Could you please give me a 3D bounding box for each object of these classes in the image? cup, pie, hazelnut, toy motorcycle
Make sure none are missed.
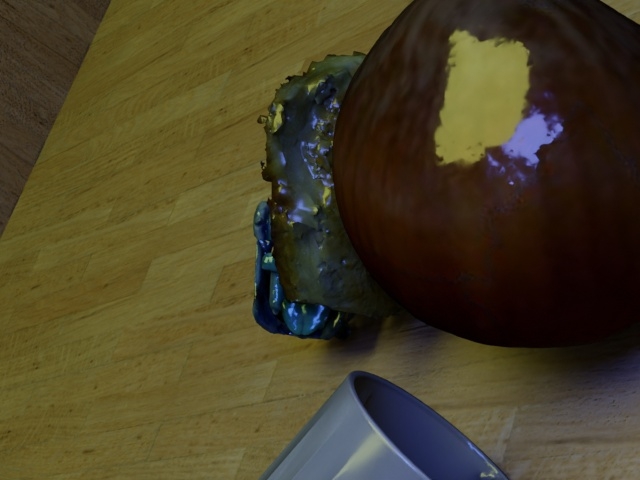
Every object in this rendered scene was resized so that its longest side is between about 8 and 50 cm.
[{"bbox_3d":[0.021,0.311,1.558,0.327,0.237,0.323,-51,-3,11],"label":"cup"},{"bbox_3d":[0.055,-0.062,1.804,0.103,0.355,0.288,11,90,34],"label":"pie"},{"bbox_3d":[0.195,-0.087,1.558,0.359,0.359,0.409,-54,36,5],"label":"hazelnut"},{"bbox_3d":[0.000,0.000,1.961,0.154,0.206,0.260,6,52,14],"label":"toy motorcycle"}]
